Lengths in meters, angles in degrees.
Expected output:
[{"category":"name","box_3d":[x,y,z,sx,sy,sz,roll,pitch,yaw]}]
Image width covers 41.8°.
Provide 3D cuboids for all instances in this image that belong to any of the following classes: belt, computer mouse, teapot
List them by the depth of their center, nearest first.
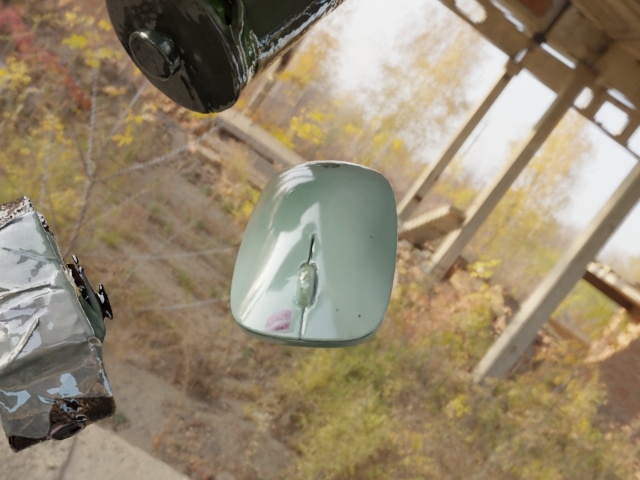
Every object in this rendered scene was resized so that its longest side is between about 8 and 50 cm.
[{"category":"computer mouse","box_3d":[0.000,-0.006,0.862,0.159,0.097,0.288,6,31,5]},{"category":"belt","box_3d":[-0.321,0.083,0.942,0.289,0.164,0.184,59,-23,26]},{"category":"teapot","box_3d":[-0.092,-0.291,0.950,0.270,0.337,0.200,0,-51,50]}]
